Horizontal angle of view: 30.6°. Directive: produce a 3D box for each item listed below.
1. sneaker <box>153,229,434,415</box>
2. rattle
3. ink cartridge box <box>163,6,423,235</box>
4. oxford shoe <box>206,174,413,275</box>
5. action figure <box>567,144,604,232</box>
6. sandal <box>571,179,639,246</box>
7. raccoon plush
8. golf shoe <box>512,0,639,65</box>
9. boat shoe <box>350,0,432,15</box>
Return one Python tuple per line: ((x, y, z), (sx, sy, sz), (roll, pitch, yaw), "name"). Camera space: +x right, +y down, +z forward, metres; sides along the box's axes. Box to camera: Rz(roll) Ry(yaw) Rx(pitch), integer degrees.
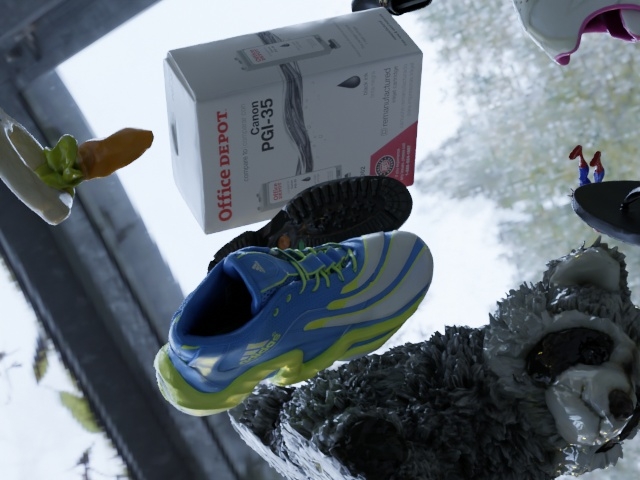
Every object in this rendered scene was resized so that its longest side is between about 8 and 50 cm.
((-0.011, 0.045, 0.863), (0.240, 0.126, 0.091), (-31, -113, -18), "sneaker")
((-0.287, -0.124, 1.163), (0.200, 0.142, 0.130), (54, -159, -21), "rattle")
((-0.032, -0.142, 1.406), (0.283, 0.207, 0.117), (-15, -137, -17), "ink cartridge box")
((0.000, 0.000, 1.176), (0.096, 0.227, 0.083), (18, -128, -58), "oxford shoe")
((0.273, -0.046, 1.175), (0.030, 0.038, 0.115), (-56, -38, -22), "action figure")
((0.225, -0.018, 0.643), (0.067, 0.179, 0.040), (-34, -53, -40), "sandal")
((0.101, 0.113, 1.062), (0.299, 0.446, 0.216), (-42, -54, -16), "raccoon plush")
((0.343, -0.281, 1.214), (0.115, 0.306, 0.140), (60, -171, -78), "golf shoe")
((0.098, -0.335, 1.622), (0.049, 0.133, 0.042), (60, -146, -34), "boat shoe")
